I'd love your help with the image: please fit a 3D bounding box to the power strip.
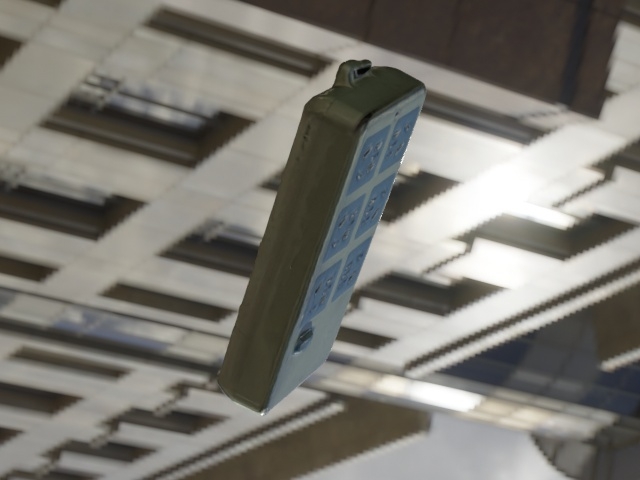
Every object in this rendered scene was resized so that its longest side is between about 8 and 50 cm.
[{"bbox_3d":[0.000,0.000,0.389,0.040,0.016,0.090,-35,148,-58],"label":"power strip"}]
